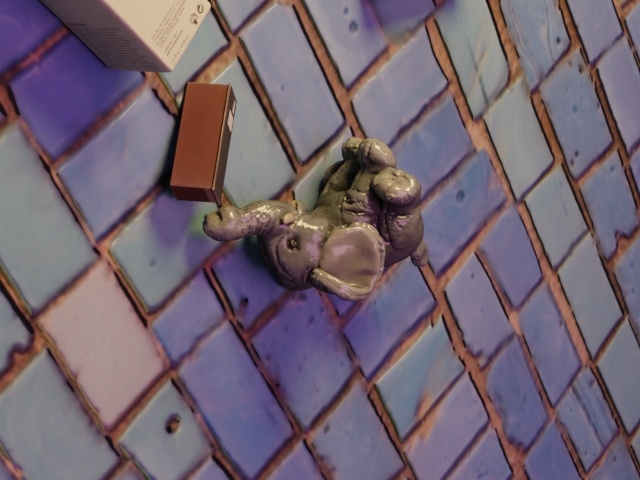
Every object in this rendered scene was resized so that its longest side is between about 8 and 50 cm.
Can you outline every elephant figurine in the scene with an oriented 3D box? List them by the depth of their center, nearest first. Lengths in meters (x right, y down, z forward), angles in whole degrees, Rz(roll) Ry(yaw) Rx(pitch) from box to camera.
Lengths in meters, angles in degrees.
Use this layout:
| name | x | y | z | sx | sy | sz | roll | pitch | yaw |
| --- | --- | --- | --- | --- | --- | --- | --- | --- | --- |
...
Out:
| name | x | y | z | sx | sy | sz | roll | pitch | yaw |
| --- | --- | --- | --- | --- | --- | --- | --- | --- | --- |
| elephant figurine | 0.000 | 0.000 | 1.787 | 0.239 | 0.186 | 0.169 | -40 | 167 | -21 |

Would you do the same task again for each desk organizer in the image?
| name | x | y | z | sx | sy | sz | roll | pitch | yaw |
| --- | --- | --- | --- | --- | --- | --- | --- | --- | --- |
| desk organizer | -0.130 | -0.109 | 1.684 | 0.047 | 0.050 | 0.130 | 74 | 22 | -69 |

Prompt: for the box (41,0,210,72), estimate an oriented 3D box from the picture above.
| name | x | y | z | sx | sy | sz | roll | pitch | yaw |
| --- | --- | --- | --- | --- | --- | --- | --- | --- | --- |
| box | -0.240 | -0.286 | 1.502 | 0.275 | 0.113 | 0.094 | 47 | 64 | -41 |
